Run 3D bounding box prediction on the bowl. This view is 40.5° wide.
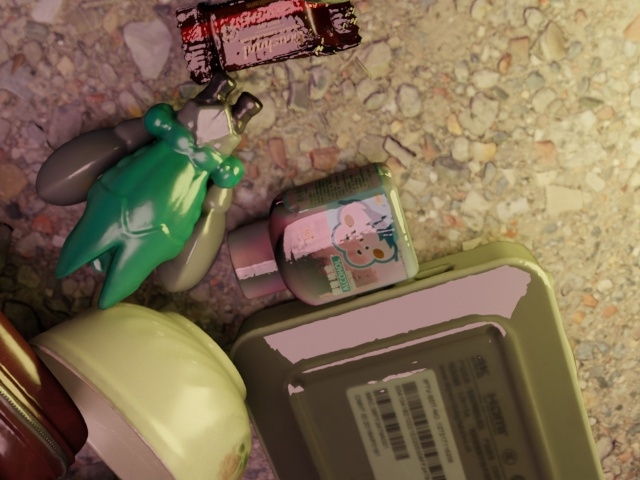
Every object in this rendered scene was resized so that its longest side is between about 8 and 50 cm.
[{"bbox_3d":[-0.177,0.172,0.940,0.145,0.277,0.277,-45,114,-28],"label":"bowl"}]

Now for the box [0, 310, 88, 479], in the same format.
[{"bbox_3d":[-0.399,0.089,0.880,0.108,0.263,0.404,-44,107,-27],"label":"box"}]

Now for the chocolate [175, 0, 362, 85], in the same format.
[{"bbox_3d":[-0.053,-0.214,0.878,0.182,0.028,0.086,-14,103,6],"label":"chocolate"}]

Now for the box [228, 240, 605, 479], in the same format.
[{"bbox_3d":[0.119,0.212,1.009,0.372,0.090,0.367,-17,110,11],"label":"box"}]

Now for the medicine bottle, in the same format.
[{"bbox_3d":[0.000,0.000,0.934,0.187,0.094,0.119,-17,114,5],"label":"medicine bottle"}]

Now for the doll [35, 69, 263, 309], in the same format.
[{"bbox_3d":[-0.156,-0.042,0.893,0.258,0.153,0.195,-24,98,1],"label":"doll"}]

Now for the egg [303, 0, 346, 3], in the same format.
[{"bbox_3d":[-0.015,-0.288,0.792,0.172,0.132,0.132,36,108,-30],"label":"egg"}]
